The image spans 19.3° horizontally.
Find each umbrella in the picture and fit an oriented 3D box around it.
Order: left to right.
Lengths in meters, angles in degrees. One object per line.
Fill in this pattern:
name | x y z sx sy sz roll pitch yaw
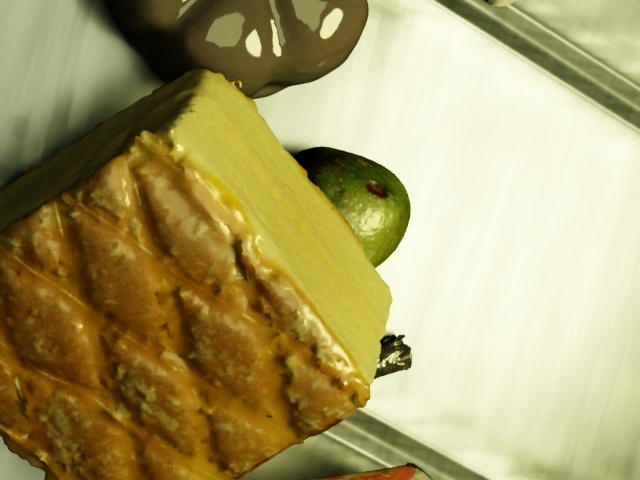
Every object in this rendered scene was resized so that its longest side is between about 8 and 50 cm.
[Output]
umbrella | 0.015 0.119 1.660 0.144 0.037 0.040 -20 114 -18

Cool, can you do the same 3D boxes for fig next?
fig | 0.000 0.000 1.609 0.123 0.123 0.156 22 105 -18

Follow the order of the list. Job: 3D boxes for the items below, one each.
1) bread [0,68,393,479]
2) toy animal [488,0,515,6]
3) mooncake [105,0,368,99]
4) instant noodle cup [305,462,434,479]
bread | -0.129 0.048 1.475 0.279 0.207 0.279 -35 103 21
toy animal | 0.183 -0.313 1.629 0.104 0.131 0.220 14 94 -32
mooncake | -0.065 -0.234 1.558 0.245 0.133 0.244 0 88 -14
instant noodle cup | -0.008 0.306 1.576 0.231 0.243 0.243 -10 98 -22
